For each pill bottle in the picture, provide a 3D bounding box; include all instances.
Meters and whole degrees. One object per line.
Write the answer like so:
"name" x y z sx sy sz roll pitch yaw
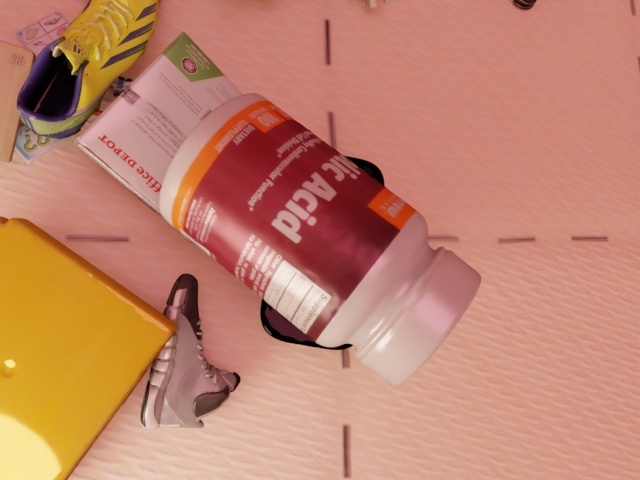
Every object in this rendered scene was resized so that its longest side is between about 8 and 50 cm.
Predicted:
"pill bottle" 0.000 0.000 0.695 0.392 0.224 0.224 38 75 7

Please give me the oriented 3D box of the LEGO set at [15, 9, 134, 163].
"LEGO set" -0.399 -0.260 0.775 0.244 0.060 0.182 -39 96 -17

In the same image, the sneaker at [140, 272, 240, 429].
"sneaker" -0.178 0.169 0.759 0.132 0.086 0.228 14 89 -17

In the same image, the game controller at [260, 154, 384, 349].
"game controller" 0.005 0.012 0.830 0.167 0.067 0.318 12 78 -12

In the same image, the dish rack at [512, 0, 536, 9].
"dish rack" 0.361 -0.619 1.012 0.272 0.074 0.208 30 75 -7

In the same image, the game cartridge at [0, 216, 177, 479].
"game cartridge" -0.399 0.165 0.673 0.285 0.053 0.323 36 86 -2

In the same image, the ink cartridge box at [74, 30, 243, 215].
"ink cartridge box" -0.227 -0.168 0.762 0.160 0.093 0.219 46 73 -26

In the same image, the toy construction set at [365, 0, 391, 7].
"toy construction set" -0.016 -0.507 0.858 0.328 0.151 0.214 -1 57 -22

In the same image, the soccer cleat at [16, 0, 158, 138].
"soccer cleat" -0.317 -0.270 0.710 0.094 0.121 0.289 31 86 -7

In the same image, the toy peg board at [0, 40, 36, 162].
"toy peg board" -0.502 -0.209 0.720 0.161 0.079 0.161 14 95 -20

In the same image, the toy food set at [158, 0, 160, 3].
"toy food set" -0.309 -0.459 0.802 0.128 0.071 0.217 6 71 -12
